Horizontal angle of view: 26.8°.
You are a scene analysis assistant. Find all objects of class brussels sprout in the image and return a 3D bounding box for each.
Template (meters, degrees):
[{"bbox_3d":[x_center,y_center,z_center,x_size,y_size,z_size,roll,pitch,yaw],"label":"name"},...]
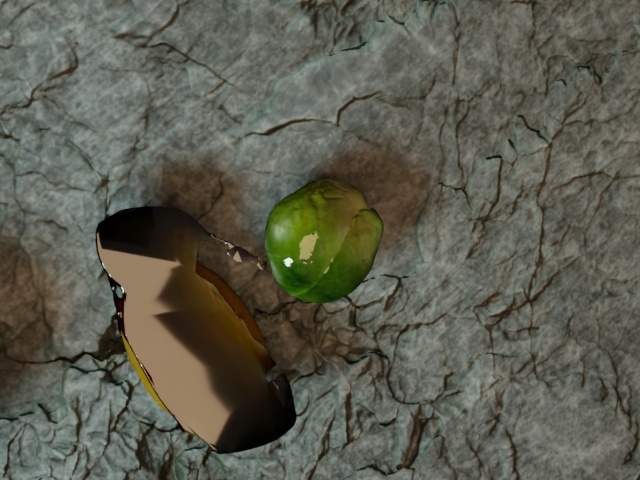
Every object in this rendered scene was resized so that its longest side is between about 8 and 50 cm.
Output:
[{"bbox_3d":[-0.003,0.000,1.656,0.155,0.117,0.155,11,70,-33],"label":"brussels sprout"}]

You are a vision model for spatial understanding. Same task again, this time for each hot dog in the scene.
[{"bbox_3d":[-0.156,0.102,1.661,0.194,0.107,0.326,-18,98,-17],"label":"hot dog"}]
